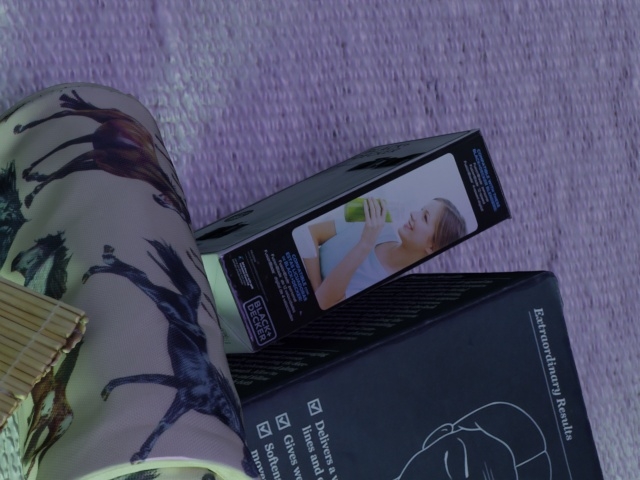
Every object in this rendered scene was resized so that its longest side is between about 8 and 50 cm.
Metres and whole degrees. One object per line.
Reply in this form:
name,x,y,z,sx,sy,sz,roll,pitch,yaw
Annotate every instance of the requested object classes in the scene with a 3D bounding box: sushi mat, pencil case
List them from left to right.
sushi mat,-0.305,0.066,1.218,0.151,0.316,0.019,-51,138,-22
pencil case,-0.160,0.076,1.261,0.160,0.183,0.410,29,28,-39

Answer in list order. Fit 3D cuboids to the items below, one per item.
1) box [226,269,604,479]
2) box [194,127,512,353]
box,0.029,0.221,1.492,0.395,0.212,0.294,-20,100,-32
box,0.000,0.000,1.507,0.290,0.169,0.087,-26,101,-30
